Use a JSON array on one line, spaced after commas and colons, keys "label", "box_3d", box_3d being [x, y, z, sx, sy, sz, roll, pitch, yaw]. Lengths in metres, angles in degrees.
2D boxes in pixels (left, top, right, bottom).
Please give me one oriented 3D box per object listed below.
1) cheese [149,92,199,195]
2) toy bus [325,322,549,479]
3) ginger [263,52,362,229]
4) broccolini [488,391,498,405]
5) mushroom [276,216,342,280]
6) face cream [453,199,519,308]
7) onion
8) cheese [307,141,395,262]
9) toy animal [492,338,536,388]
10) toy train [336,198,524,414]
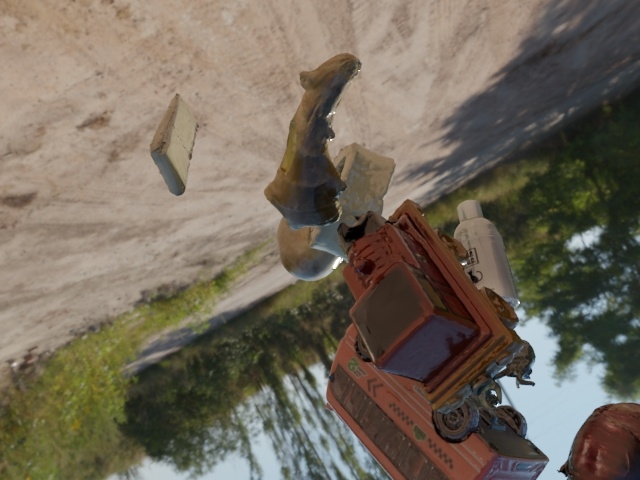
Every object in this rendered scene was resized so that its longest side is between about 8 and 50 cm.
[{"label": "cheese", "box_3d": [-0.257, -0.185, 1.031, 0.034, 0.085, 0.400, -27, -153, 4]}, {"label": "toy bus", "box_3d": [0.194, 0.342, 1.113, 0.203, 0.427, 0.233, 22, 100, -39]}, {"label": "ginger", "box_3d": [-0.001, -0.145, 0.906, 0.086, 0.131, 0.294, -74, -178, -69]}, {"label": "broccolini", "box_3d": [0.323, 0.496, 1.448, 0.074, 0.079, 0.392, -1, 128, -29]}, {"label": "mushroom", "box_3d": [0.000, 0.000, 2.015, 0.290, 0.297, 0.297, 14, 144, -39]}, {"label": "face cream", "box_3d": [0.462, 0.027, 1.690, 0.145, 0.369, 0.145, -6, 151, -3]}, {"label": "onion", "box_3d": [0.697, 0.519, 1.289, 0.314, 0.313, 0.232, -26, -162, -33]}, {"label": "cheese", "box_3d": [0.086, -0.110, 1.665, 0.332, 0.153, 0.292, 123, -16, -59]}, {"label": "toy animal", "box_3d": [0.547, 0.359, 1.661, 0.137, 0.082, 0.269, -15, -172, 23]}, {"label": "toy train", "box_3d": [0.144, 0.088, 0.855, 0.232, 0.369, 0.163, 24, 116, -38]}]
